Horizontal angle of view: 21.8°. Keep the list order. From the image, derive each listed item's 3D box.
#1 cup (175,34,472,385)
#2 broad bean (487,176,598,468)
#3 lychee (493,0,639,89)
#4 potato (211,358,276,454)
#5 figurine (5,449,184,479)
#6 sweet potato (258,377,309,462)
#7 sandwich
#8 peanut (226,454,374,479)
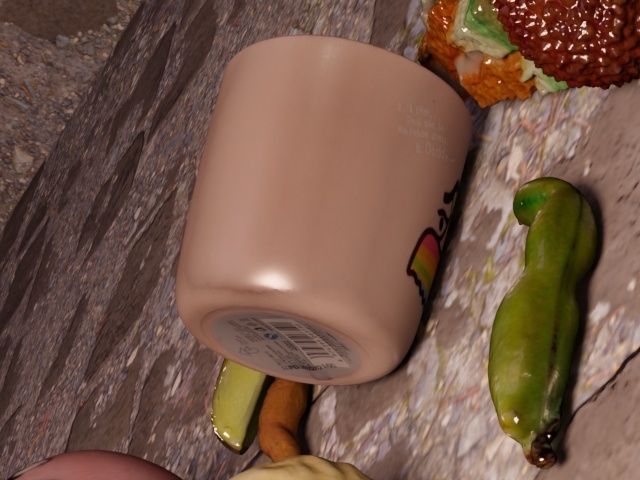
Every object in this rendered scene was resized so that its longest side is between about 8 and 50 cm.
[{"bbox_3d":[0.000,0.000,1.232,0.253,0.191,0.200,81,-159,-64],"label":"cup"},{"bbox_3d":[0.128,0.041,0.971,0.070,0.048,0.213,-47,23,45],"label":"broad bean"},{"bbox_3d":[0.168,-0.153,1.024,0.123,0.123,0.129,-54,48,32],"label":"lychee"},{"bbox_3d":[-0.049,0.079,1.380,0.119,0.054,0.198,70,-139,-81],"label":"potato"},{"bbox_3d":[-0.161,0.278,1.267,0.211,0.261,0.270,-36,17,0],"label":"figurine"},{"bbox_3d":[-0.029,0.146,1.304,0.044,0.044,0.179,-56,17,27],"label":"sweet potato"},{"bbox_3d":[0.119,-0.160,1.191,0.160,0.109,0.185,-48,23,38],"label":"sandwich"},{"bbox_3d":[-0.045,0.290,0.965,0.174,0.158,0.340,24,93,44],"label":"peanut"}]
